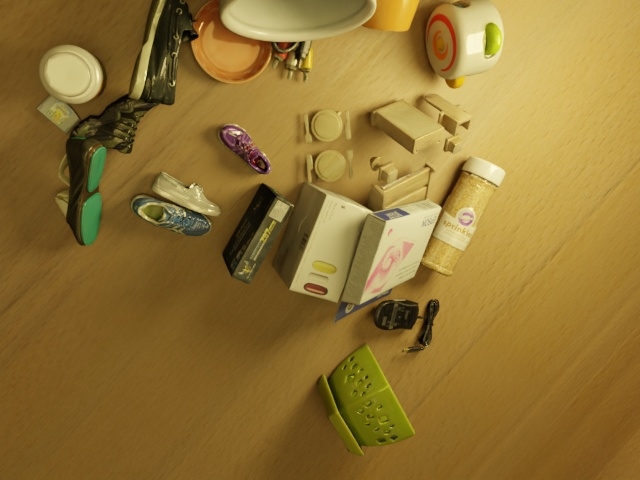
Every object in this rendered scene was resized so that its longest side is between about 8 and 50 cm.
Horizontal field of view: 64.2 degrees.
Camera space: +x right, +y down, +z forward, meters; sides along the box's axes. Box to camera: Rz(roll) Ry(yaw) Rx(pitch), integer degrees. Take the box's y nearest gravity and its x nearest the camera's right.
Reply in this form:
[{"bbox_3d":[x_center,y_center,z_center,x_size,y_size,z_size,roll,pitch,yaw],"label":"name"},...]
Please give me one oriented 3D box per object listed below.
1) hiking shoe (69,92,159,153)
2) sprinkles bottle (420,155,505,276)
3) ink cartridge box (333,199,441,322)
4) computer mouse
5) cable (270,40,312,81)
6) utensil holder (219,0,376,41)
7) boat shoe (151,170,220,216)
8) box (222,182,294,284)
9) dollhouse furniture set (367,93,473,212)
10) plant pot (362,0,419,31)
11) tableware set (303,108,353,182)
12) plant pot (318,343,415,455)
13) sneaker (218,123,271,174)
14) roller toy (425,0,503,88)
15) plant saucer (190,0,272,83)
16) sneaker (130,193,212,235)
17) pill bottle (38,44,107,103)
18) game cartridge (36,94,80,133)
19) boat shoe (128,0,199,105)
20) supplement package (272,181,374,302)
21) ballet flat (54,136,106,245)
[{"bbox_3d":[-0.470,-0.270,1.216,0.227,0.086,0.114,-28,122,1],"label":"hiking shoe"},{"bbox_3d":[0.422,-0.071,1.543,0.121,0.121,0.355,22,99,-23],"label":"sprinkles bottle"},{"bbox_3d":[0.191,0.062,1.414,0.324,0.071,0.330,-17,128,-52],"label":"ink cartridge box"},{"bbox_3d":[0.258,0.271,1.630,0.262,0.060,0.184,2,102,-31],"label":"computer mouse"},{"bbox_3d":[-0.049,-0.554,1.276,0.139,0.072,0.287,13,94,-35],"label":"cable"},{"bbox_3d":[-0.062,-0.659,1.056,0.327,0.327,0.386,-6,95,-17],"label":"utensil holder"},{"bbox_3d":[-0.336,-0.120,1.313,0.184,0.066,0.063,25,98,-14],"label":"boat shoe"},{"bbox_3d":[-0.168,-0.024,1.327,0.059,0.183,0.233,28,97,-23],"label":"box"},{"bbox_3d":[0.245,-0.210,1.488,0.303,0.174,0.355,-26,143,-22],"label":"dollhouse furniture set"},{"bbox_3d":[0.171,-0.627,1.261,0.205,0.205,0.188,-5,124,-17],"label":"plant pot"},{"bbox_3d":[0.021,-0.259,1.399,0.128,0.039,0.194,-5,102,-4],"label":"tableware set"},{"bbox_3d":[0.128,0.501,1.571,0.207,0.228,0.227,-28,114,-2],"label":"plant pot"},{"bbox_3d":[-0.187,-0.236,1.317,0.170,0.071,0.068,40,91,-24],"label":"sneaker"},{"bbox_3d":[0.370,-0.529,1.348,0.146,0.209,0.191,-17,76,-13],"label":"roller toy"},{"bbox_3d":[-0.217,-0.487,1.249,0.200,0.037,0.200,-5,109,-16],"label":"plant saucer"},{"bbox_3d":[-0.380,-0.053,1.304,0.211,0.081,0.080,16,99,-23],"label":"sneaker"},{"bbox_3d":[-0.526,-0.353,1.090,0.117,0.215,0.117,-5,108,-16],"label":"pill bottle"},{"bbox_3d":[-0.608,-0.297,1.189,0.056,0.017,0.083,-48,115,-4],"label":"game cartridge"},{"bbox_3d":[-0.334,-0.466,1.152,0.113,0.127,0.340,16,80,-29],"label":"boat shoe"},{"bbox_3d":[0.000,0.000,1.379,0.145,0.204,0.262,17,100,-23],"label":"supplement package"},{"bbox_3d":[-0.570,-0.121,1.210,0.096,0.095,0.280,21,117,2],"label":"ballet flat"}]
